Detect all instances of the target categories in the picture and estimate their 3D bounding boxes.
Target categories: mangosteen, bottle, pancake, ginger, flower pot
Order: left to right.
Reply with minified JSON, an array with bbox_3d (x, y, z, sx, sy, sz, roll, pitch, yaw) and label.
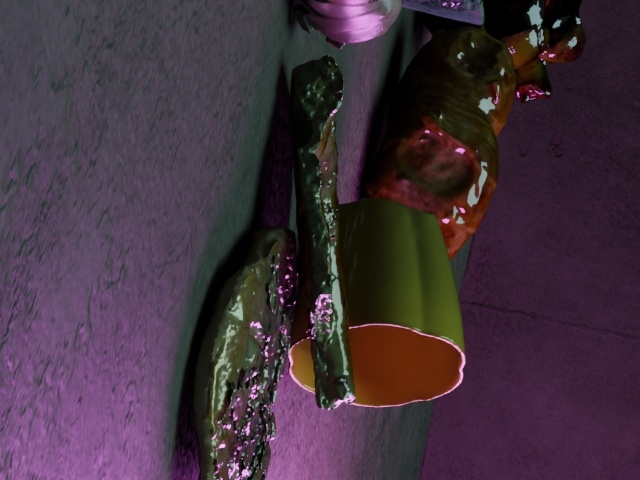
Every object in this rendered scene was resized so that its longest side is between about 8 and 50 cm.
[{"bbox_3d":[-0.065,0.123,1.505,0.282,0.049,0.283,10,90,-82],"label":"pancake"},{"bbox_3d":[0.005,-0.001,1.580,0.197,0.054,0.377,-96,-179,-55],"label":"pancake"},{"bbox_3d":[0.025,-0.232,1.483,0.152,0.098,0.099,85,19,-54],"label":"bottle"},{"bbox_3d":[0.060,0.060,1.804,0.195,0.195,0.179,85,6,-59],"label":"flower pot"},{"bbox_3d":[0.135,-0.089,2.145,0.274,0.152,0.358,122,-12,-57],"label":"ginger"},{"bbox_3d":[0.254,-0.336,2.295,0.287,0.233,0.288,10,90,-87],"label":"mangosteen"}]

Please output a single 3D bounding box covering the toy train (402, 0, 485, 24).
[{"bbox_3d":[0.127,-0.360,1.780,0.266,0.145,0.202,48,57,-77],"label":"toy train"}]
